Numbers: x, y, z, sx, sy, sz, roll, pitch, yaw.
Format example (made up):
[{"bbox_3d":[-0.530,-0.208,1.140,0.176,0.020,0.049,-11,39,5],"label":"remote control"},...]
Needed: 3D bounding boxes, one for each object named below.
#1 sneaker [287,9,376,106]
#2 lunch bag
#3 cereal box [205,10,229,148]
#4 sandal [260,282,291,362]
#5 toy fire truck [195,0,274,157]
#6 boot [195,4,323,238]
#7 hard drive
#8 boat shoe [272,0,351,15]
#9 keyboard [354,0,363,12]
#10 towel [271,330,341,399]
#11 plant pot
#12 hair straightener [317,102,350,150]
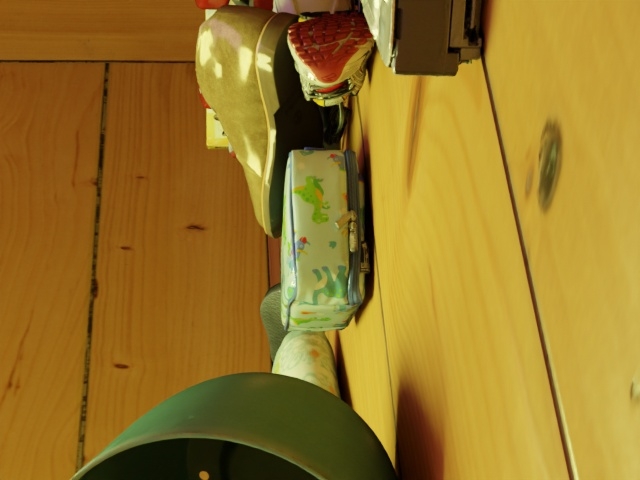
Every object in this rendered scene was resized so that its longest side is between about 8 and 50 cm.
[{"bbox_3d":[0.017,-0.178,1.307,0.225,0.088,0.093,-72,-21,-75],"label":"sneaker"},{"bbox_3d":[0.000,0.000,1.415,0.219,0.090,0.176,102,166,-73],"label":"lunch bag"},{"bbox_3d":[-0.084,-0.256,1.926,0.047,0.172,0.240,143,128,-86],"label":"cereal box"},{"bbox_3d":[-0.039,0.123,1.963,0.254,0.097,0.054,99,-164,-60],"label":"sandal"},{"bbox_3d":[-0.087,-0.270,1.687,0.254,0.169,0.302,161,107,-73],"label":"toy fire truck"},{"bbox_3d":[-0.071,-0.137,1.495,0.112,0.115,0.305,-51,-30,-40],"label":"boot"},{"bbox_3d":[0.056,-0.273,0.874,0.339,0.064,0.237,-101,11,-62],"label":"hard drive"},{"bbox_3d":[-0.012,-0.326,1.505,0.084,0.095,0.258,89,177,-55],"label":"boat shoe"},{"bbox_3d":[0.034,-0.325,1.295,0.100,0.038,0.192,-106,16,-73],"label":"keyboard"},{"bbox_3d":[-0.010,0.340,1.635,0.320,0.090,0.375,-108,18,-65],"label":"towel"},{"bbox_3d":[-0.058,0.245,1.090,0.235,0.292,0.293,-55,-32,-70],"label":"plant pot"},{"bbox_3d":[0.019,-0.133,1.565,0.230,0.047,0.089,110,139,-61],"label":"hair straightener"}]
